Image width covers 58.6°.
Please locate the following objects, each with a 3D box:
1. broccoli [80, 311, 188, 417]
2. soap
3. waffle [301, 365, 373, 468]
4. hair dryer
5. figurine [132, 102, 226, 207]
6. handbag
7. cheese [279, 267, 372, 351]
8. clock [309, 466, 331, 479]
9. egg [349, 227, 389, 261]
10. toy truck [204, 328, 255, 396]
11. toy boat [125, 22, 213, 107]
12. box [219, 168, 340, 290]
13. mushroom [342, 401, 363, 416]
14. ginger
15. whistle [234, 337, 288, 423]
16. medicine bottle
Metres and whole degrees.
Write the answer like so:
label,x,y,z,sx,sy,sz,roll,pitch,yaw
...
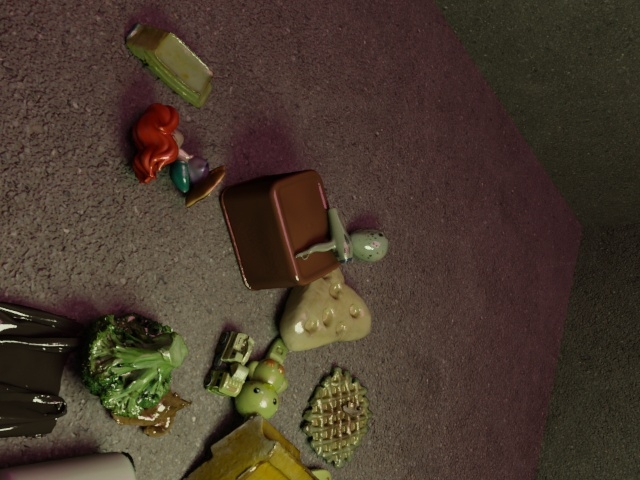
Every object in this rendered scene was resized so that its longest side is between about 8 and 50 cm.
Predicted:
label,x,y,z,sx,sy,sz,roll,pitch,yaw
broccoli,-0.450,0.288,1.385,0.269,0.242,0.261,68,21,-43
soap,-0.196,0.706,1.647,0.304,0.169,0.338,-36,133,-6
waffle,0.064,0.610,1.964,0.291,0.056,0.309,52,51,-27
hair dryer,0.005,-0.019,1.672,0.199,0.067,0.167,5,73,-32
figurine,-0.399,-0.220,1.522,0.208,0.181,0.257,-47,114,-4
handbag,-0.666,0.288,1.254,0.257,0.114,0.285,25,69,-48
cheese,0.014,0.273,1.892,0.351,0.130,0.328,56,46,-24
clock,-0.068,0.810,1.809,0.232,0.069,0.169,20,73,-40
egg,0.174,0.011,2.082,0.164,0.131,0.131,14,76,-35
toy truck,-0.249,0.354,1.644,0.085,0.116,0.191,34,63,-35
toy boat,-0.408,-0.495,1.598,0.276,0.084,0.111,41,61,-35
box,-0.111,-0.034,1.739,0.239,0.230,0.339,-25,105,-45
mushroom,0.111,0.582,1.961,0.101,0.019,0.049,20,69,-42
ginger,-0.449,0.433,1.484,0.214,0.059,0.132,39,67,-33
whistle,-0.160,0.418,1.712,0.141,0.141,0.294,46,55,-31
medicine bottle,-0.597,0.584,1.212,0.379,0.214,0.213,9,80,-44
